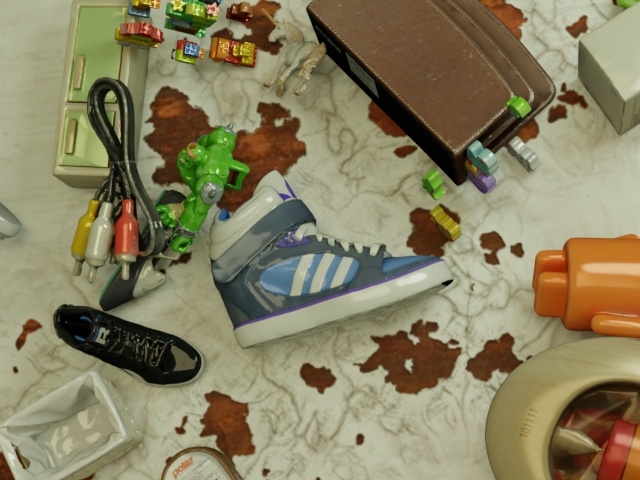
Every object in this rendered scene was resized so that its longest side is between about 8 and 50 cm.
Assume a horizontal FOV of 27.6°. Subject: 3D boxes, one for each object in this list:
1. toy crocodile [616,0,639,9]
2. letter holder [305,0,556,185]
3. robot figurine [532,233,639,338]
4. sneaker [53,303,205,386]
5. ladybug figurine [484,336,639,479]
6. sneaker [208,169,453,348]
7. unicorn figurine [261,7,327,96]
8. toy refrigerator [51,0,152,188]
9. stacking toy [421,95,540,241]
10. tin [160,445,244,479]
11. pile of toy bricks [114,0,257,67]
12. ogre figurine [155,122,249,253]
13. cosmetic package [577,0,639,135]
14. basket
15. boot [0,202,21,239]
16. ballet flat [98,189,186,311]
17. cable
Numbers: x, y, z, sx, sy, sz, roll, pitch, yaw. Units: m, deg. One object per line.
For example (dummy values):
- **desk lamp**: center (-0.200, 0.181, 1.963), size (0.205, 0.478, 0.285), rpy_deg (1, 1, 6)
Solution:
- **toy crocodile**: center (0.478, -0.479, 1.833), size (0.115, 0.105, 0.340), rpy_deg (13, 85, -24)
- **letter holder**: center (0.165, -0.267, 1.816), size (0.214, 0.152, 0.302), rpy_deg (-42, 75, -3)
- **robot figurine**: center (0.393, 0.058, 1.717), size (0.219, 0.158, 0.128), rpy_deg (2, 94, 4)
- **sneaker**: center (-0.276, 0.149, 1.818), size (0.217, 0.121, 0.079), rpy_deg (16, 83, 13)
- **ladybug figurine**: center (0.430, 0.291, 1.646), size (0.449, 0.162, 0.305), rpy_deg (22, 84, 14)
- **sneaker**: center (0.000, 0.000, 1.797), size (0.323, 0.130, 0.236), rpy_deg (-17, 80, 11)
- **unicorn figurine**: center (-0.041, -0.266, 1.887), size (0.162, 0.060, 0.111), rpy_deg (18, 77, 44)
- **toy refrigerator**: center (-0.321, -0.216, 1.917), size (0.102, 0.094, 0.269), rpy_deg (3, 80, 10)
- **stacking toy**: center (0.217, -0.093, 1.737), size (0.167, 0.221, 0.052), rpy_deg (-42, 72, -5)
- **tin**: center (-0.144, 0.369, 1.795), size (0.106, 0.040, 0.189), rpy_deg (-38, 75, -4)
- **pile of toy bricks**: center (-0.179, -0.318, 1.868), size (0.212, 0.105, 0.118), rpy_deg (9, 81, -21)
- **ogre figurine**: center (-0.162, -0.087, 1.822), size (0.097, 0.118, 0.197), rpy_deg (40, 44, -5)
- **cosmetic package**: center (0.507, -0.287, 1.757), size (0.309, 0.160, 0.113), rpy_deg (-31, 74, 1)
- **basket**: center (-0.347, 0.271, 1.815), size (0.167, 0.103, 0.113), rpy_deg (-30, 75, 2)
- **boot**: center (-0.567, -0.039, 1.933), size (0.258, 0.095, 0.123), rpy_deg (32, 91, 23)
- **ballet flat**: center (-0.241, 0.023, 1.867), size (0.074, 0.074, 0.203), rpy_deg (28, 82, 14)
- **cable**: center (-0.282, -0.084, 1.799), size (0.139, 0.072, 0.287), rpy_deg (3, 94, 31)
